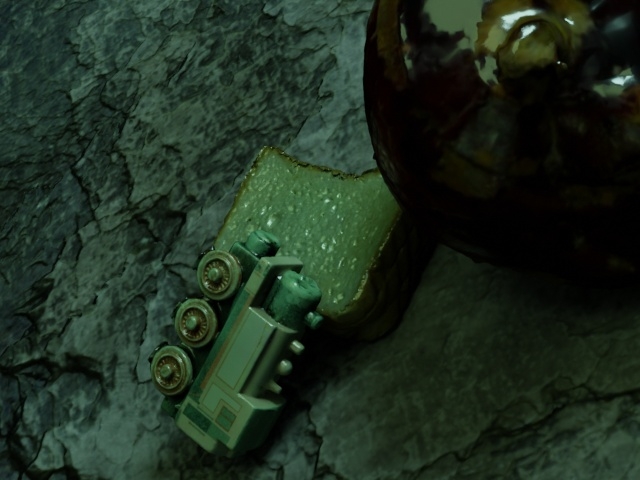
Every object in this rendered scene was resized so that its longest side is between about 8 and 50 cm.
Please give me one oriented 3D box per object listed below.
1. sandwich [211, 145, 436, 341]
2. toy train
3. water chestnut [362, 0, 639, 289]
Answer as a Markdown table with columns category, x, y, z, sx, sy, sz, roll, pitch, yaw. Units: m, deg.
| category | x | y | z | sx | sy | sz | roll | pitch | yaw |
| --- | --- | --- | --- | --- | --- | --- | --- | --- | --- |
| sandwich | 0.000 | 0.000 | 1.523 | 0.215 | 0.065 | 0.186 | 9 | 63 | 41 |
| toy train | -0.070 | 0.091 | 1.443 | 0.125 | 0.081 | 0.194 | 36 | 108 | 24 |
| water chestnut | 0.194 | -0.117 | 1.342 | 0.335 | 0.347 | 0.335 | 1 | 76 | -5 |
